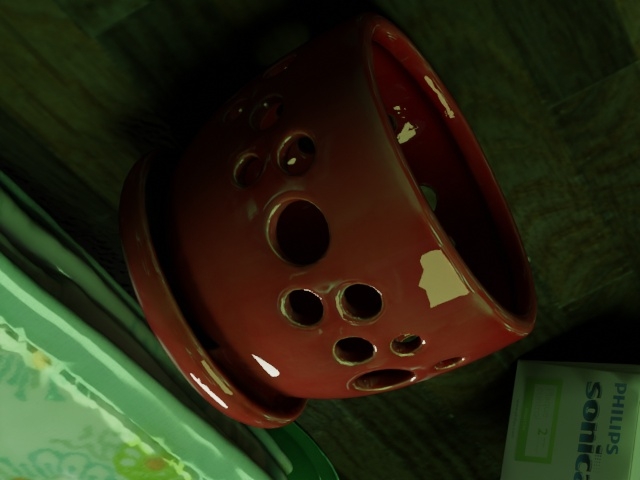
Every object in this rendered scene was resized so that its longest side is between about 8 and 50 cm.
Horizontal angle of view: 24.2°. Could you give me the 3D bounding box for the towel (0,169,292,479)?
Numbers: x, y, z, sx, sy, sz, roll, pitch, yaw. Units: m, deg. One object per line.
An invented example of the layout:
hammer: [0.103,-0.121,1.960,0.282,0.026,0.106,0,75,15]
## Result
towel: [-0.225,0.138,0.868,0.320,0.090,0.374,-33,122,14]

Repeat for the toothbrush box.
toothbrush box: [0.268,0.230,1.238,0.122,0.206,0.283,0,164,38]

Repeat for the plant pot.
plant pot: [0.000,0.000,0.800,0.174,0.191,0.191,-28,146,16]

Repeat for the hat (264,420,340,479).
hat: [-0.113,0.207,0.993,0.208,0.183,0.173,6,120,31]
